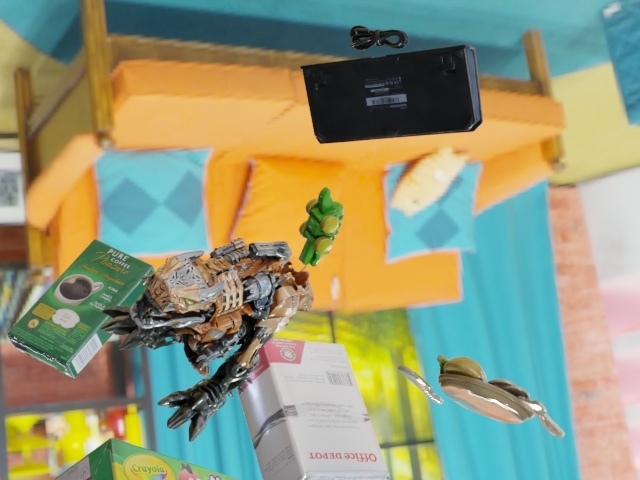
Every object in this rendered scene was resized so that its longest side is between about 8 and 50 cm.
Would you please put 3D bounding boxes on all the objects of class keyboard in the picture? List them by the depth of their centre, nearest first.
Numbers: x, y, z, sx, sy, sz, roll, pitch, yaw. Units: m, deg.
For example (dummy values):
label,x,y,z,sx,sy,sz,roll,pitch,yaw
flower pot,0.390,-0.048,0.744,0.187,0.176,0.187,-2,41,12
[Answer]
label,x,y,z,sx,sy,sz,roll,pitch,yaw
keyboard,0.063,-0.149,1.037,0.180,0.108,0.023,-2,-163,33

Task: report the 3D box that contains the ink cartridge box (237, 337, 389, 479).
label,x,y,z,sx,sy,sz,roll,pitch,yaw
ink cartridge box,-0.015,0.254,1.553,0.159,0.217,0.092,10,136,-39

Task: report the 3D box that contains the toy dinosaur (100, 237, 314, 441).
label,x,y,z,sx,sy,sz,roll,pitch,yaw
toy dinosaur,-0.090,0.079,1.160,0.218,0.164,0.322,-44,140,20

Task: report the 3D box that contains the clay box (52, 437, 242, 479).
label,x,y,z,sx,sy,sz,roll,pitch,yaw
clay box,-0.110,0.222,0.825,0.127,0.053,0.222,-37,138,22

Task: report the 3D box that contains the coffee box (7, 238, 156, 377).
label,x,y,z,sx,sy,sz,roll,pitch,yaw
coffee box,-0.315,0.088,1.494,0.113,0.184,0.040,21,147,26

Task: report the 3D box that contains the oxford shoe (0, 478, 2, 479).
label,x,y,z,sx,sy,sz,roll,pitch,yaw
oxford shoe,-0.346,0.148,0.844,0.097,0.271,0.098,-28,163,-45

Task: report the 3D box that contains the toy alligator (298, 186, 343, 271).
label,x,y,z,sx,sy,sz,roll,pitch,yaw
toy alligator,0.000,0.000,1.693,0.051,0.056,0.189,-5,126,-34

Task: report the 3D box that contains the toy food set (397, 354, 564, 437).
label,x,y,z,sx,sy,sz,roll,pitch,yaw
toy food set,0.201,0.181,1.349,0.192,0.038,0.132,11,158,36
